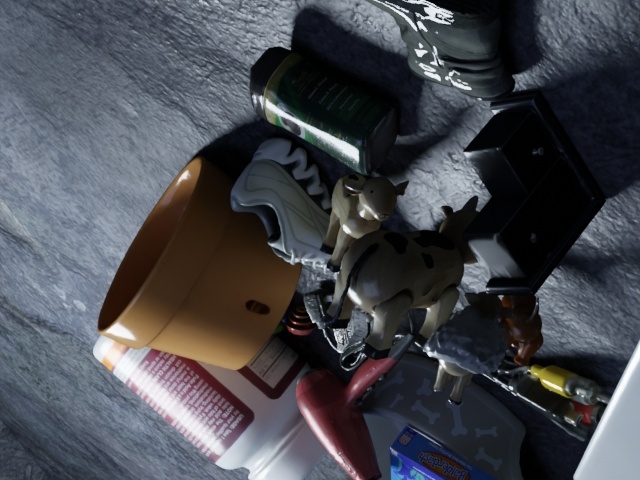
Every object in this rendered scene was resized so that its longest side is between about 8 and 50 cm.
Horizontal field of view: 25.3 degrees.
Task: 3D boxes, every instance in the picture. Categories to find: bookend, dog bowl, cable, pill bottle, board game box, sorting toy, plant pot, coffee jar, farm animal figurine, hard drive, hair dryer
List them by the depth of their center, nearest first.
[{"bbox_3d":[0.208,-0.050,1.539,0.072,0.156,0.157,-3,128,53],"label":"bookend"},{"bbox_3d":[0.116,0.018,1.684,0.330,0.327,0.172,27,113,20],"label":"farm animal figurine"},{"bbox_3d":[0.456,0.250,1.725,0.233,0.047,0.353,32,143,18],"label":"hard drive"},{"bbox_3d":[0.000,-0.160,1.727,0.184,0.079,0.096,31,158,19],"label":"coffee jar"},{"bbox_3d":[0.276,0.178,1.919,0.287,0.072,0.139,32,170,42],"label":"cable"},{"bbox_3d":[0.044,0.211,2.054,0.223,0.080,0.293,1,97,54],"label":"hair dryer"},{"bbox_3d":[-0.160,0.052,2.055,0.203,0.291,0.291,30,155,-15],"label":"plant pot"},{"bbox_3d":[0.179,0.375,2.079,0.160,0.047,0.210,28,150,23],"label":"board game box"},{"bbox_3d":[0.181,0.328,2.171,0.349,0.102,0.349,31,151,20],"label":"dog bowl"},{"bbox_3d":[-0.056,0.116,2.214,0.102,0.061,0.042,4,114,-2],"label":"sorting toy"},{"bbox_3d":[-0.155,0.227,2.321,0.392,0.224,0.224,42,152,1],"label":"pill bottle"}]

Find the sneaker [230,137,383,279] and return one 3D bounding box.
[{"bbox_3d":[0.000,0.000,1.918,0.292,0.118,0.110,43,150,-6],"label":"sneaker"}]

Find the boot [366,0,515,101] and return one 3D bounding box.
[{"bbox_3d":[0.090,-0.234,1.515,0.246,0.083,0.161,29,155,26],"label":"boot"}]

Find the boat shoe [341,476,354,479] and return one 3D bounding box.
[{"bbox_3d":[0.036,0.518,2.630,0.116,0.097,0.324,1,156,-10],"label":"boat shoe"}]
